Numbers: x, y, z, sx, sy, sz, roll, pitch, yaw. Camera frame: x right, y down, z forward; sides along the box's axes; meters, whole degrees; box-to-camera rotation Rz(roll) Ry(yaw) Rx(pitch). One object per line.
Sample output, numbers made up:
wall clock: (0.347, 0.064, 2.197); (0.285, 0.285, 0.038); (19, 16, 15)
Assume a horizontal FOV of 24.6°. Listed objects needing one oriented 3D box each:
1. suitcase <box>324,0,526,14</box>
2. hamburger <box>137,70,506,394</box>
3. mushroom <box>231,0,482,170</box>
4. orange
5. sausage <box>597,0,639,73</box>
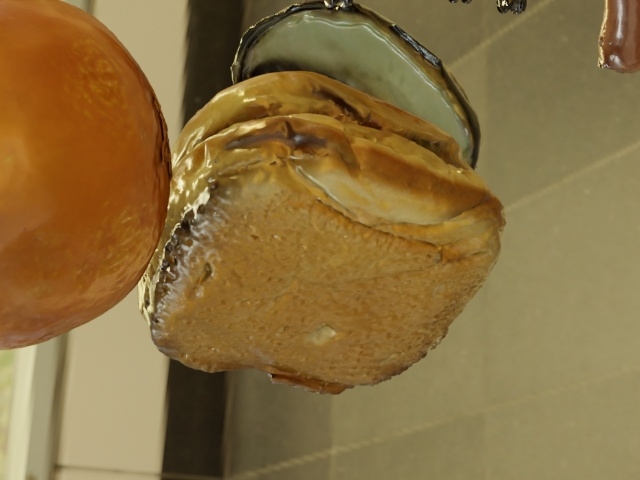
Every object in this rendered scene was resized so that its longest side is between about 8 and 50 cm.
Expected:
suitcase: (0.095, -0.409, 1.508); (0.152, 0.229, 0.335); (-149, 60, -64)
hamburger: (-0.008, 0.001, 1.307); (0.284, 0.304, 0.174); (-56, 26, 28)
mushroom: (0.054, -0.167, 1.880); (0.247, 0.344, 0.130); (-62, -4, 18)
orange: (-0.222, -0.050, 0.978); (0.246, 0.246, 0.246); (-171, 90, -67)
sausage: (0.356, -0.337, 1.720); (0.078, 0.078, 0.304); (-127, 24, -59)
